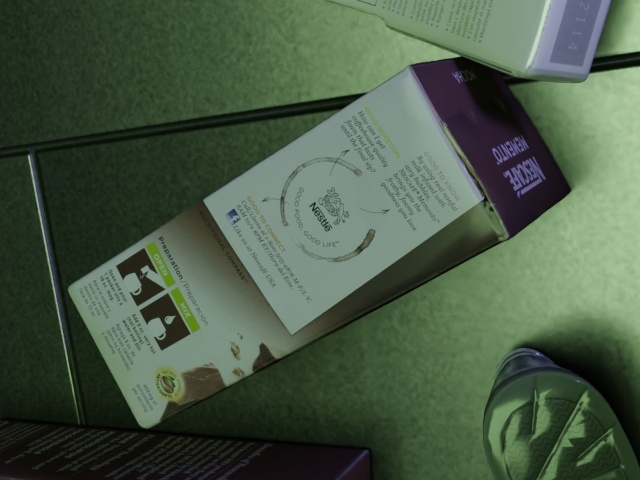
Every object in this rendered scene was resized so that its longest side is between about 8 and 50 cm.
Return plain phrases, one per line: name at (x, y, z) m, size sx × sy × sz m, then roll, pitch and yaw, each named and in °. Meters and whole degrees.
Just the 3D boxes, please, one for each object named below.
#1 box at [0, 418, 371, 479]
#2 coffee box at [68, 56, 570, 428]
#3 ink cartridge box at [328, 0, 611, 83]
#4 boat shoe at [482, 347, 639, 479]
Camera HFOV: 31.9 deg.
box at (-0.149, 0.262, 0.911) m, size 0.381 × 0.143 × 0.191 m, roll 1°, pitch 101°, yaw 27°
coffee box at (0.000, 0.000, 0.766) m, size 0.297 × 0.168 × 0.119 m, roll -31°, pitch 87°, yaw 28°
ink cartridge box at (0.096, -0.279, 0.721) m, size 0.261 × 0.066 × 0.296 m, roll 32°, pitch 115°, yaw 44°
boat shoe at (0.196, 0.227, 0.770) m, size 0.118 × 0.103 × 0.320 m, roll -24°, pitch 96°, yaw 8°
